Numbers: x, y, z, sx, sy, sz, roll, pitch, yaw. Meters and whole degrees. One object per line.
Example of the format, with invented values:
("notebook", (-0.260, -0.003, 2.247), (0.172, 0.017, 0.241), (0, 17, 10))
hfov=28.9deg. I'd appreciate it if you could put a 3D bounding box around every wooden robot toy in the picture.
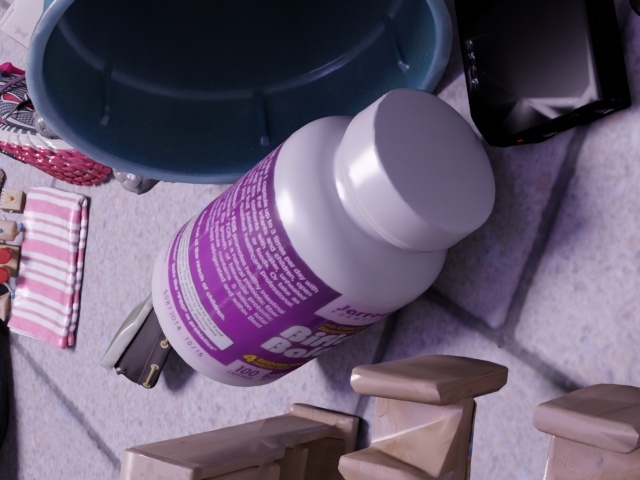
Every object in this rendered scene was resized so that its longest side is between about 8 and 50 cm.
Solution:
("wooden robot toy", (-0.437, 0.015, 1.632), (0.076, 0.079, 0.173), (-78, -5, -85))

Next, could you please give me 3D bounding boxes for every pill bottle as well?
("pill bottle", (0.000, 0.000, 1.041), (0.301, 0.169, 0.169), (-35, 60, 44))

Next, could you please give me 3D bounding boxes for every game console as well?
("game console", (0.231, -0.214, 0.875), (0.361, 0.044, 0.213), (-22, 70, 48))

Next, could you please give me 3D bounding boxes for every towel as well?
("towel", (-0.347, 0.031, 1.579), (0.144, 0.029, 0.197), (10, 94, 50))

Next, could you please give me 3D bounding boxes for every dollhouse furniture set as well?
("dollhouse furniture set", (0.073, 0.262, 0.947), (0.394, 0.256, 0.362), (9, 95, 30))

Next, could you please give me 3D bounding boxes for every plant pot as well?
("plant pot", (-0.083, -0.279, 1.070), (0.341, 0.341, 0.334), (-37, 51, 43))

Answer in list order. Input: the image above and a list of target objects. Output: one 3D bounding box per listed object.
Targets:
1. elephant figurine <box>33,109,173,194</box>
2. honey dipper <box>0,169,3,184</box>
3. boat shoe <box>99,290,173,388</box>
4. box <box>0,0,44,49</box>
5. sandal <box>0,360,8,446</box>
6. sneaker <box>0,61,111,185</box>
("elephant figurine", (-0.181, -0.134, 1.303), (0.169, 0.186, 0.239), (-50, 11, -9))
("honey dipper", (-0.480, -0.030, 1.754), (0.030, 0.030, 0.161), (50, 128, 41))
("boat shoe", (-0.149, 0.067, 1.304), (0.228, 0.068, 0.081), (-50, 11, 31))
("box", (-0.228, -0.304, 1.304), (0.113, 0.094, 0.275), (-37, 25, 42))
("sandal", (-0.475, 0.194, 1.676), (0.167, 0.107, 0.446), (-16, 67, 51))
("sneaker", (-0.353, -0.151, 1.538), (0.299, 0.121, 0.112), (23, 84, 44))
